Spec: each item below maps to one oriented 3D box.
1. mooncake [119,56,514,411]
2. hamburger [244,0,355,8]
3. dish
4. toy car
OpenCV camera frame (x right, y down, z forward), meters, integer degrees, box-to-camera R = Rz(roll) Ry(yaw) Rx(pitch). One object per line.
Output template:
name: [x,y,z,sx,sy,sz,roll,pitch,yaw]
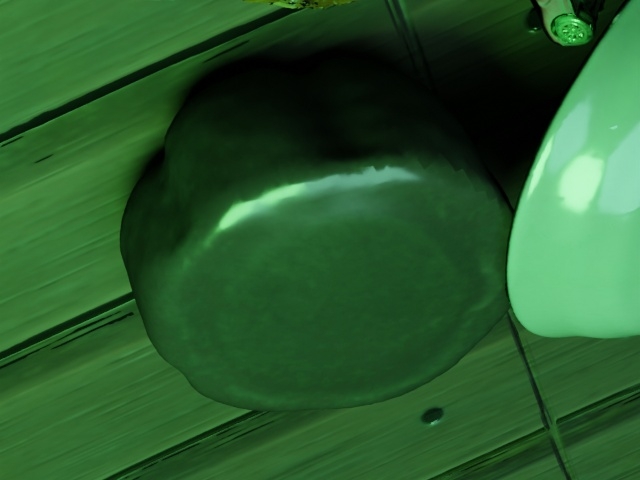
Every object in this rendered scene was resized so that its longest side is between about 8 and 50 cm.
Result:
mooncake: [0.000,0.000,1.105,0.245,0.133,0.245,-12,135,-12]
hamburger: [0.010,-0.219,0.901,0.231,0.107,0.231,-25,139,-24]
dish: [0.254,-0.047,1.100,0.316,0.106,0.316,-35,145,-29]
toy car: [0.139,-0.177,1.047,0.055,0.069,0.142,5,145,29]
